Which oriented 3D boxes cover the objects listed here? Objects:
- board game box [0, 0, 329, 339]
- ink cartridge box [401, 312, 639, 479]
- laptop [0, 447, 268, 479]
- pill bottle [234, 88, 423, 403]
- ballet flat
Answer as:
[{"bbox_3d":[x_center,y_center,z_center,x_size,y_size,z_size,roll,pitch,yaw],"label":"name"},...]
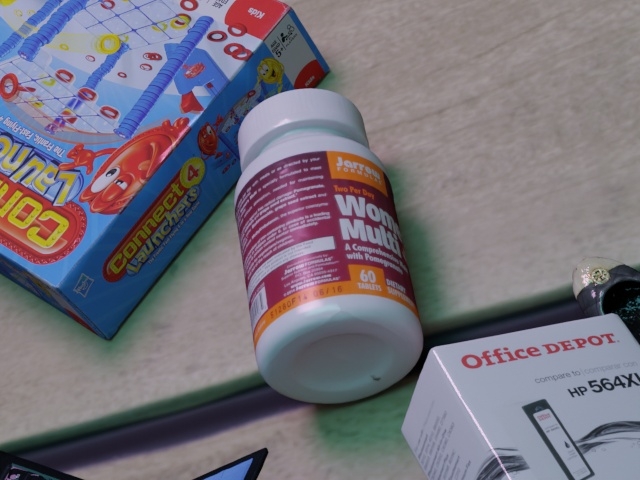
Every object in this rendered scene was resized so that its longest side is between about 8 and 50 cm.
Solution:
[{"bbox_3d":[-0.204,-0.110,1.417,0.308,0.086,0.302,27,72,37],"label":"board game box"},{"bbox_3d":[0.162,0.151,1.021,0.148,0.086,0.203,-9,46,-24],"label":"ink cartridge box"},{"bbox_3d":[-0.201,0.226,1.113,0.264,0.136,0.234,18,50,10],"label":"laptop"},{"bbox_3d":[0.000,0.000,1.220,0.121,0.121,0.221,-20,52,12],"label":"pill bottle"},{"bbox_3d":[0.230,0.062,1.112,0.057,0.049,0.173,-38,50,-4],"label":"ballet flat"}]
